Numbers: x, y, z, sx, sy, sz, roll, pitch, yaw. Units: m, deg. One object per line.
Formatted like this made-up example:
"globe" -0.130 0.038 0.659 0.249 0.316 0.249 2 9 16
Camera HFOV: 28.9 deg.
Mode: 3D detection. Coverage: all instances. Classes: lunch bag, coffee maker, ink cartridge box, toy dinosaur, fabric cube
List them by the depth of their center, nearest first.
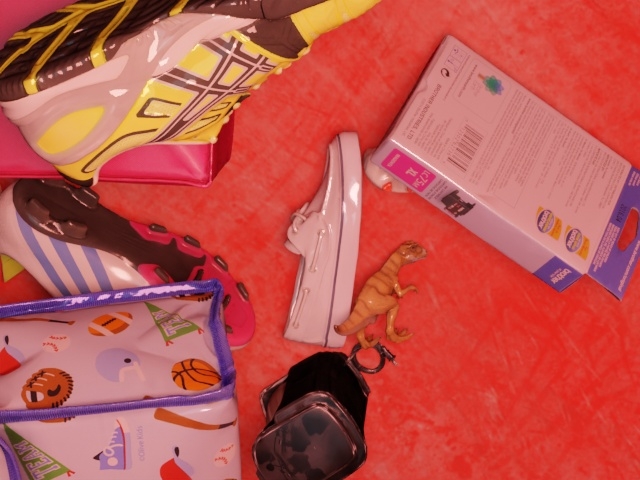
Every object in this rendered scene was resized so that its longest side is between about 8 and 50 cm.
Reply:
"fabric cube" -0.222 -0.197 1.327 0.254 0.258 0.259 3 100 -1
"lunch bag" -0.280 0.242 1.341 0.385 0.239 0.328 -4 124 -8
"ink cartridge box" 0.225 -0.073 1.387 0.311 0.065 0.186 33 54 -3
"coffee maker" 0.002 0.194 1.429 0.120 0.178 0.171 33 99 -5
"toy dinosaur" 0.056 0.078 1.430 0.064 0.211 0.112 4 126 32

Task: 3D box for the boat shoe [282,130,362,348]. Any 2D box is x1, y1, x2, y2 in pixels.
"boat shoe" 0.000 0.000 1.439 0.084 0.095 0.258 5 99 -4

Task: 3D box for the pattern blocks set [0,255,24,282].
"pattern blocks set" -0.484 0.018 1.485 0.285 0.026 0.325 -13 99 3

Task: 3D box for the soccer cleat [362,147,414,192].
"soccer cleat" 0.142 -0.075 1.441 0.196 0.076 0.068 12 112 -20

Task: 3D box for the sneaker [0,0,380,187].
"sneaker" -0.104 -0.179 1.151 0.384 0.145 0.147 -21 129 2

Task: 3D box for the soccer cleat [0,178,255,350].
"soccer cleat" -0.233 0.040 1.455 0.331 0.116 0.143 33 133 -14
